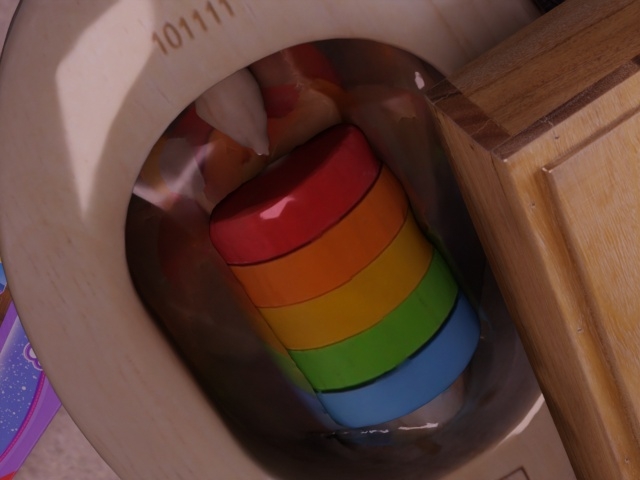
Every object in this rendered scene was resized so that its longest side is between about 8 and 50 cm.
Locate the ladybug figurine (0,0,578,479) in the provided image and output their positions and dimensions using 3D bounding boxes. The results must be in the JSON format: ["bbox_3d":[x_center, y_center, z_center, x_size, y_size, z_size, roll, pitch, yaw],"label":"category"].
[{"bbox_3d":[0.000,0.000,0.904,0.305,0.162,0.449,-31,120,-5],"label":"ladybug figurine"}]

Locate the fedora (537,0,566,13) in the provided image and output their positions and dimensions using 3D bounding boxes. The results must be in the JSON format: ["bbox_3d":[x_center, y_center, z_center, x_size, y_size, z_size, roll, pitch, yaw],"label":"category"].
[{"bbox_3d":[0.149,-0.196,0.839,0.243,0.124,0.275,-27,110,18],"label":"fedora"}]

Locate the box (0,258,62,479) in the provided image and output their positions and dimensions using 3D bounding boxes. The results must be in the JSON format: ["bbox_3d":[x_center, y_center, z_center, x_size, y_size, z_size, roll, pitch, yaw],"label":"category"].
[{"bbox_3d":[-0.234,0.037,1.039,0.201,0.057,0.293,32,116,-7],"label":"box"}]

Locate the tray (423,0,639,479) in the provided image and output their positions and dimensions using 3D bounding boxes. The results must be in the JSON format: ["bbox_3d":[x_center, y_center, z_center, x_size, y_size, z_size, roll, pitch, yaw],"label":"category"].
[{"bbox_3d":[0.210,0.041,0.865,0.203,0.076,0.411,-33,131,-8],"label":"tray"}]
